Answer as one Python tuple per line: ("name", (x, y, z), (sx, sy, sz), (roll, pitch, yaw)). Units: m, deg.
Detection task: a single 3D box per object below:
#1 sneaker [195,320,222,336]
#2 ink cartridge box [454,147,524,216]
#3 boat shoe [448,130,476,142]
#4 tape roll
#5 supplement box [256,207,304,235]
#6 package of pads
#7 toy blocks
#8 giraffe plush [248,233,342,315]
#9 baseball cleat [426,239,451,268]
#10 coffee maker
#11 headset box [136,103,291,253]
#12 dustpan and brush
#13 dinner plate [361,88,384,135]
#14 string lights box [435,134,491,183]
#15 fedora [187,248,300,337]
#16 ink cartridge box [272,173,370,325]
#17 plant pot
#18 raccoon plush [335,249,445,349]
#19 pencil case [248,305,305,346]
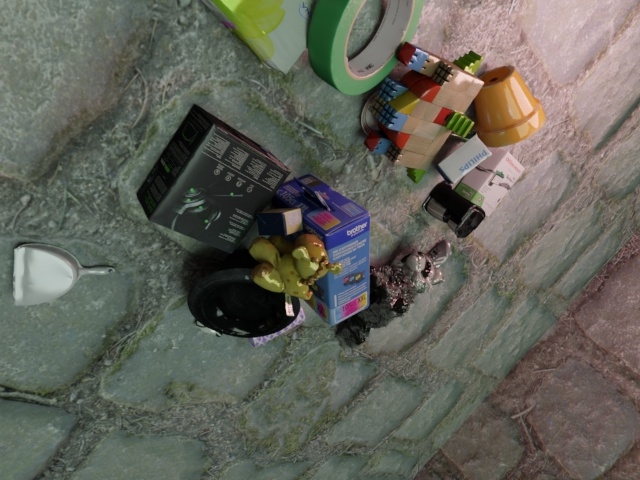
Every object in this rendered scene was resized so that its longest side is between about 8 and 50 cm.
("sneaker", (-0.340, 0.265, 1.440), (0.043, 0.040, 0.109), (-30, 132, 9))
("ink cartridge box", (0.608, -0.217, 1.700), (0.160, 0.092, 0.219), (22, 108, -43))
("boat shoe", (0.454, -0.347, 1.537), (0.133, 0.049, 0.042), (4, 95, -30))
("tape roll", (0.110, -0.497, 1.083), (0.321, 0.077, 0.321), (-41, 156, -22))
("supplement box", (-0.098, -0.047, 1.167), (0.083, 0.083, 0.056), (-21, 109, -55))
("package of pads", (-0.113, -0.521, 0.974), (0.229, 0.101, 0.296), (-50, 134, 6))
("toy blocks", (0.252, -0.348, 1.271), (0.261, 0.191, 0.381), (2, 130, -39))
("giraffe plush", (-0.052, 0.054, 1.134), (0.181, 0.210, 0.170), (-9, 159, -45))
("baseball cleat", (0.417, 0.080, 1.802), (0.109, 0.072, 0.206), (18, 106, -34))
("coffee maker", (0.463, -0.122, 1.609), (0.120, 0.178, 0.171), (-3, 123, -34))
("headset box", (-0.259, -0.129, 1.137), (0.246, 0.131, 0.283), (26, 104, -44))
("dustpan and brush", (-0.598, 0.077, 1.116), (0.211, 0.060, 0.147), (3, 106, -29))
("dinner plate", (0.172, -0.364, 1.346), (0.141, 0.017, 0.141), (-18, 131, -23))
("string lights box", (0.432, -0.241, 1.450), (0.133, 0.077, 0.259), (-39, 178, 13))
("fedora", (-0.209, 0.135, 1.320), (0.334, 0.152, 0.334), (-3, 140, -2))
("ink cartridge box", (0.000, 0.000, 1.312), (0.151, 0.270, 0.395), (-25, 133, -27))
("plant pot", (0.565, -0.425, 1.464), (0.205, 0.205, 0.188), (-37, 119, -6))
("raccoon plush", (0.240, 0.198, 1.744), (0.299, 0.216, 0.446), (-19, 161, -40))
("pencil case", (-0.150, 0.266, 1.531), (0.206, 0.088, 0.086), (-23, 129, -18))
